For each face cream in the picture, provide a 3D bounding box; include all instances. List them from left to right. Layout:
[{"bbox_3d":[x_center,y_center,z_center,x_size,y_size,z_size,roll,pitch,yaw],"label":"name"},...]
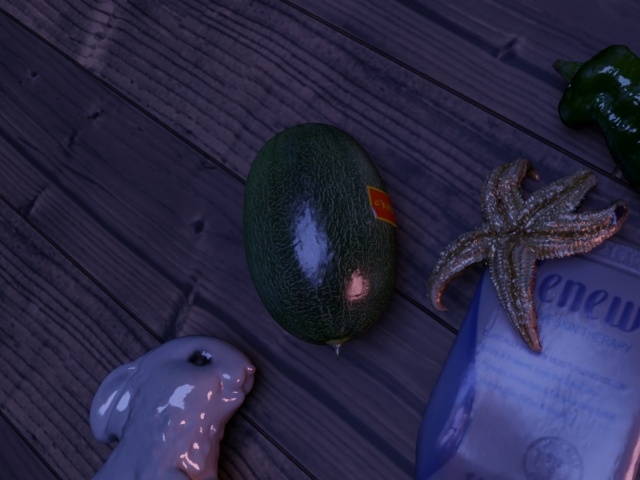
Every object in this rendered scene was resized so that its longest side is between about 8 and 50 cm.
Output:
[{"bbox_3d":[0.232,0.184,0.756,0.235,0.137,0.420,20,75,26],"label":"face cream"}]

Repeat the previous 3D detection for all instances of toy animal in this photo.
[{"bbox_3d":[-0.209,0.289,0.871,0.258,0.194,0.357,-10,57,44],"label":"toy animal"}]

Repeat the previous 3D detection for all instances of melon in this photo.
[{"bbox_3d":[0.000,0.000,0.832,0.182,0.182,0.288,-12,73,19],"label":"melon"}]

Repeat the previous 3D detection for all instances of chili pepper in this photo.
[{"bbox_3d":[0.357,-0.117,0.757,0.099,0.136,0.270,-22,59,-32],"label":"chili pepper"}]

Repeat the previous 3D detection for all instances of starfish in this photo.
[{"bbox_3d":[0.221,0.005,0.774,0.238,0.071,0.216,-27,49,10],"label":"starfish"}]
